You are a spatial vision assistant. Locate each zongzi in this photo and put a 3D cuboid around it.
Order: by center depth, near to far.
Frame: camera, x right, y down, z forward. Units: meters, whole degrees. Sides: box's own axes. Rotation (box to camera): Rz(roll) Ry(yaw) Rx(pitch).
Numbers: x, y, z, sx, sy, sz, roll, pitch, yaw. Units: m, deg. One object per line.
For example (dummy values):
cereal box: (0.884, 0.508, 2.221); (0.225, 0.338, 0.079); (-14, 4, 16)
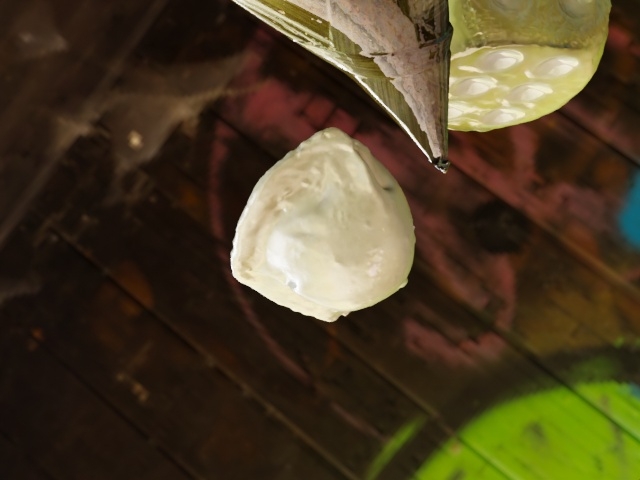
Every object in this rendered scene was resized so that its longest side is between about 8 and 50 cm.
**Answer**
zongzi: (0.004, -0.166, 1.283); (0.221, 0.112, 0.242); (-6, -81, -26)

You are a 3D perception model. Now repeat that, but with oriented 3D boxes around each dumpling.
dumpling: (-0.001, -0.003, 1.320); (0.155, 0.181, 0.111); (-24, 18, 2)

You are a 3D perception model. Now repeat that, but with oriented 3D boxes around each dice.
dice: (0.154, -0.210, 1.491); (0.166, 0.169, 0.169); (3, -25, -23)
